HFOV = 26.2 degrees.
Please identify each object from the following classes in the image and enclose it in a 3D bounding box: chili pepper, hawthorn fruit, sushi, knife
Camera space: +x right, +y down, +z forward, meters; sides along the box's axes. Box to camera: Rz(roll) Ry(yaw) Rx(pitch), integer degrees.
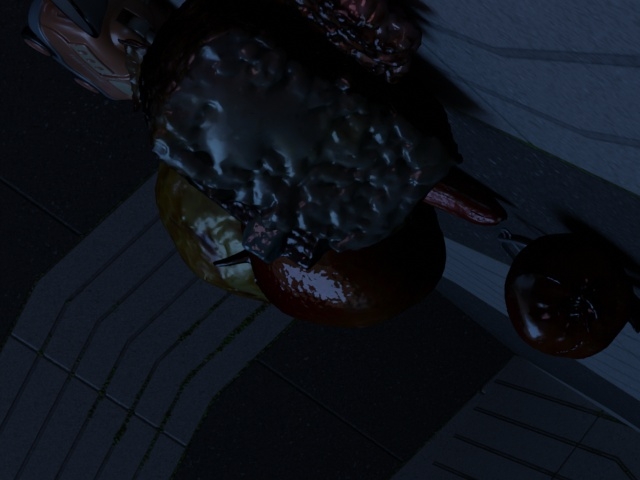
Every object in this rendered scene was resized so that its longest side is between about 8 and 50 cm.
[{"bbox_3d":[0.176,-0.060,1.787,0.169,0.064,0.088,29,-170,35],"label":"chili pepper"},{"bbox_3d":[0.278,0.058,1.577,0.148,0.148,0.172,37,-175,-8],"label":"hawthorn fruit"},{"bbox_3d":[-0.038,-0.121,1.358,0.343,0.196,0.182,24,-163,-22],"label":"sushi"},{"bbox_3d":[0.322,0.046,1.712,0.123,0.053,0.278,43,175,-26],"label":"knife"},{"bbox_3d":[0.000,0.000,2.049,0.369,0.284,0.285,-9,157,22],"label":"hawthorn fruit"}]

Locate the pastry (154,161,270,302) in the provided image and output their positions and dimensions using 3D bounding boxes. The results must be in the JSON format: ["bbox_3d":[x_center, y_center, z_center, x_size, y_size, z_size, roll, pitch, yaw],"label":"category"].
[{"bbox_3d":[-0.111,-0.067,2.352,0.388,0.312,0.388,42,-164,-15],"label":"pastry"}]

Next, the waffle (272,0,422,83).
[{"bbox_3d":[-0.004,-0.223,1.201,0.221,0.055,0.234,40,176,-3],"label":"waffle"}]

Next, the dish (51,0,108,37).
[{"bbox_3d":[-0.368,-0.421,1.838,0.316,0.106,0.316,49,174,7],"label":"dish"}]

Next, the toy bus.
[{"bbox_3d":[-0.342,-0.358,2.336,0.232,0.194,0.288,19,166,40],"label":"toy bus"}]

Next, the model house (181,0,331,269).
[{"bbox_3d":[-0.070,-0.131,1.641,0.280,0.248,0.230,36,177,21],"label":"model house"}]
